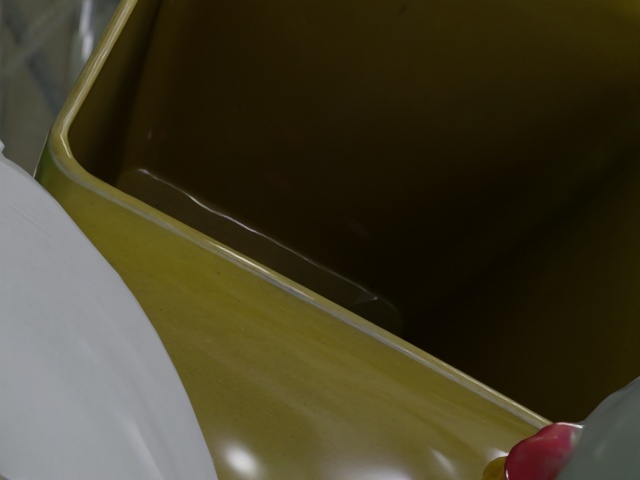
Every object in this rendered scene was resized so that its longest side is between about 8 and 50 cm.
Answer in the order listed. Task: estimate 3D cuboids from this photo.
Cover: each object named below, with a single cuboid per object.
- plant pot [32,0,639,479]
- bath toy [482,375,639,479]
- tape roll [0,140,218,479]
[{"bbox_3d":[0.000,0.000,0.675,0.187,0.212,0.212,-52,-166,48],"label":"plant pot"},{"bbox_3d":[0.008,0.162,0.299,0.348,0.151,0.129,-56,-168,-18],"label":"bath toy"},{"bbox_3d":[-0.121,0.115,0.372,0.100,0.286,0.286,-6,-102,28],"label":"tape roll"}]
